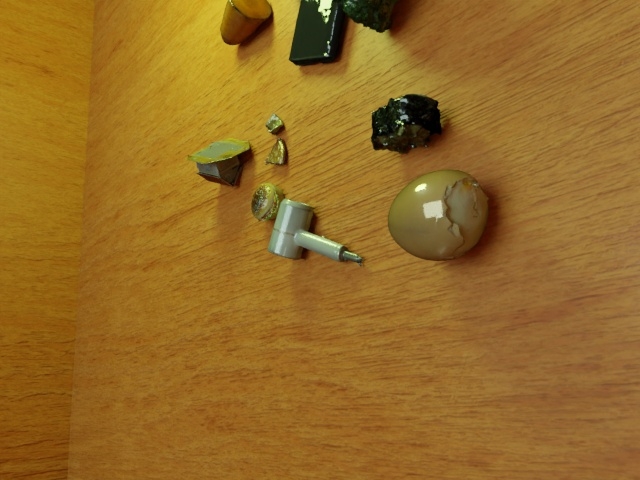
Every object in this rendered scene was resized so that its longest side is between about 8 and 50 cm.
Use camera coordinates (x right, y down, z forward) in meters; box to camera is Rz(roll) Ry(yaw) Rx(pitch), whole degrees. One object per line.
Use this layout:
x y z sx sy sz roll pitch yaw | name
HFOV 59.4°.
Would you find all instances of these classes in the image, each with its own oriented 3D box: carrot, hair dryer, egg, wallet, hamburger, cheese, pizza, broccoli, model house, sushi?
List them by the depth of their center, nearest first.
0.258 -0.053 1.265 0.244 0.201 0.201 -12 74 48 | egg
0.217 -0.288 1.420 0.212 0.147 0.115 171 99 -65 | sushi
0.142 -0.742 1.513 0.283 0.321 0.304 -16 52 6 | broccoli
0.000 0.000 1.644 0.357 0.107 0.173 21 99 39 | hair dryer
0.014 -0.771 1.797 0.228 0.062 0.406 16 95 48 | wallet
-0.180 -0.125 1.863 0.126 0.081 0.141 -41 53 36 | hamburger
-0.141 -0.300 1.901 0.100 0.029 0.099 8 80 47 | pizza
-0.155 -0.390 1.922 0.060 0.041 0.084 -49 34 21 | cheese
-0.354 -0.274 2.077 0.219 0.207 0.136 16 131 39 | model house
-0.305 -0.816 2.112 0.225 0.159 0.159 -41 53 48 | carrot
